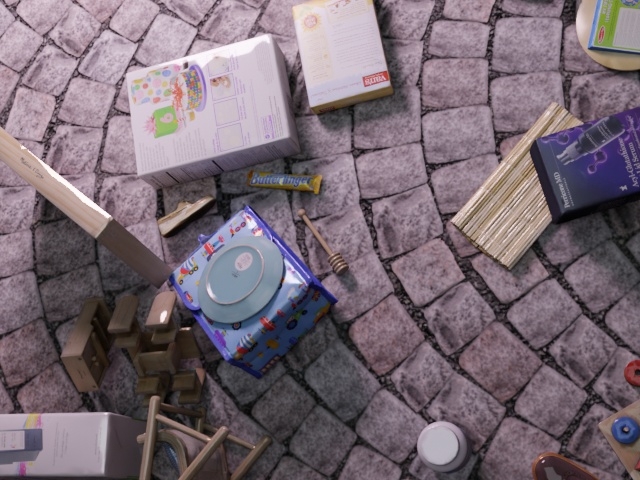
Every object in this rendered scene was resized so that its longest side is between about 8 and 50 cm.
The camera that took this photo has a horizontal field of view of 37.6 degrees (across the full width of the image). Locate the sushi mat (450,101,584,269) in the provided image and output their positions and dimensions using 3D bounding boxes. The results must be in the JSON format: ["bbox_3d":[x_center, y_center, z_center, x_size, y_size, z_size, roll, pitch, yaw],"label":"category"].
[{"bbox_3d":[0.402,-0.106,1.795,0.151,0.019,0.316,40,88,19],"label":"sushi mat"}]

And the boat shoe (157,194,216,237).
[{"bbox_3d":[-0.279,-0.059,1.935,0.135,0.050,0.045,-34,76,4],"label":"boat shoe"}]

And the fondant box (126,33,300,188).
[{"bbox_3d":[-0.225,-0.265,1.952,0.330,0.096,0.238,-13,73,10],"label":"fondant box"}]

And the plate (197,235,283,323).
[{"bbox_3d":[-0.157,0.068,1.771,0.188,0.024,0.188,-16,53,23],"label":"plate"}]

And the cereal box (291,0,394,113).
[{"bbox_3d":[0.044,-0.395,1.943,0.173,0.047,0.240,-13,74,11],"label":"cereal box"}]

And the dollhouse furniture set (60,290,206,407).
[{"bbox_3d":[-0.351,0.192,1.819,0.242,0.212,0.161,-6,37,12],"label":"dollhouse furniture set"}]

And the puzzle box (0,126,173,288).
[{"bbox_3d":[-0.487,-0.074,1.851,0.409,0.272,0.052,36,81,26],"label":"puzzle box"}]

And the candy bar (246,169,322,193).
[{"bbox_3d":[-0.075,-0.121,1.918,0.161,0.018,0.040,6,77,15],"label":"candy bar"}]

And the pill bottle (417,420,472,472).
[{"bbox_3d":[0.216,0.362,1.645,0.087,0.160,0.087,-4,75,13],"label":"pill bottle"}]

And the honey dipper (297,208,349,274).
[{"bbox_3d":[0.000,0.000,1.863,0.030,0.030,0.161,-38,68,2],"label":"honey dipper"}]

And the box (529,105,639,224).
[{"bbox_3d":[0.505,-0.134,1.714,0.207,0.108,0.153,-18,79,4],"label":"box"}]

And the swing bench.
[{"bbox_3d":[-0.240,0.436,1.690,0.165,0.253,0.255,20,81,18],"label":"swing bench"}]

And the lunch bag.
[{"bbox_3d":[-0.149,0.083,1.843,0.221,0.138,0.293,-44,58,2],"label":"lunch bag"}]

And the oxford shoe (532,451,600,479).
[{"bbox_3d":[0.468,0.466,1.588,0.097,0.098,0.271,-45,70,0],"label":"oxford shoe"}]

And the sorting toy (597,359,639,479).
[{"bbox_3d":[0.577,0.349,1.620,0.132,0.046,0.274,-32,71,4],"label":"sorting toy"}]

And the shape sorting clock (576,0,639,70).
[{"bbox_3d":[0.600,-0.425,1.817,0.206,0.040,0.206,-3,79,15],"label":"shape sorting clock"}]

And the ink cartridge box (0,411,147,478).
[{"bbox_3d":[-0.523,0.397,1.794,0.353,0.207,0.119,-3,74,14],"label":"ink cartridge box"}]
